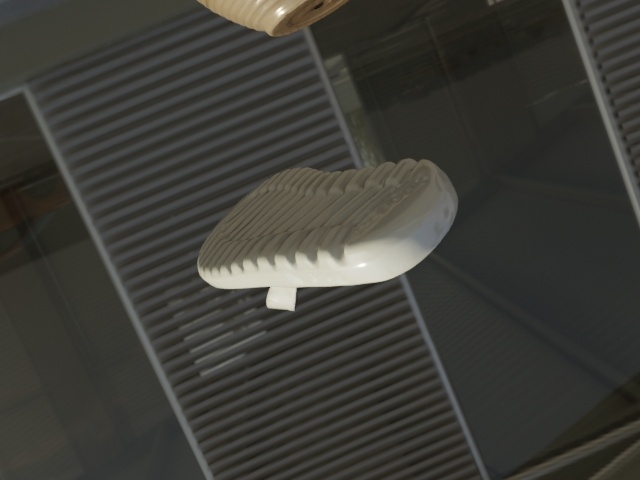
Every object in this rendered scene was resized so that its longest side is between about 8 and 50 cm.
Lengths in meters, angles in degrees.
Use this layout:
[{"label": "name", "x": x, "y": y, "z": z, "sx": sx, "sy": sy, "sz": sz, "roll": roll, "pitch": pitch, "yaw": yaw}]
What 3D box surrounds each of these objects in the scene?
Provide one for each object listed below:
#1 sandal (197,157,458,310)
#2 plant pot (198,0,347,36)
[{"label": "sandal", "x": -0.011, "y": 0.011, "z": 0.728, "sx": 0.169, "sy": 0.102, "sz": 0.416, "roll": -45, "pitch": -160, "yaw": -18}, {"label": "plant pot", "x": -0.022, "y": -0.272, "z": 0.693, "sx": 0.237, "sy": 0.110, "sz": 0.237, "roll": -30, "pitch": -176, "yaw": 3}]
